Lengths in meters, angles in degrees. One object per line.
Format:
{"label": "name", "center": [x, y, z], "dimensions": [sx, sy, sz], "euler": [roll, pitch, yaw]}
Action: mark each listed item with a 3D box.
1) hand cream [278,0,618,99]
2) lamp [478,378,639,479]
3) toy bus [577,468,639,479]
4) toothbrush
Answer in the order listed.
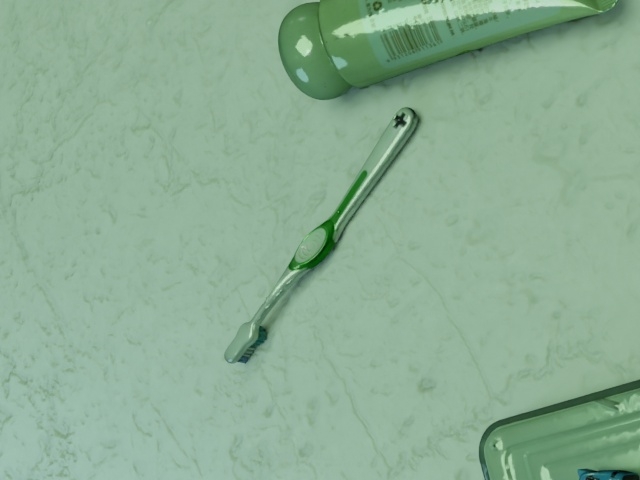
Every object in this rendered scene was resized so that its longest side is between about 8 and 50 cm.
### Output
{"label": "hand cream", "center": [0.103, -0.216, 1.025], "dimensions": [0.306, 0.093, 0.147], "euler": [-19, 67, 28]}
{"label": "lamp", "center": [0.269, 0.238, 0.872], "dimensions": [0.269, 0.047, 0.266], "euler": [-23, 72, 30]}
{"label": "toy bus", "center": [0.211, 0.211, 0.863], "dimensions": [0.046, 0.038, 0.083], "euler": [9, 88, 38]}
{"label": "toothbrush", "center": [-0.001, 0.000, 1.098], "dimensions": [0.030, 0.030, 0.304], "euler": [44, 107, 30]}
